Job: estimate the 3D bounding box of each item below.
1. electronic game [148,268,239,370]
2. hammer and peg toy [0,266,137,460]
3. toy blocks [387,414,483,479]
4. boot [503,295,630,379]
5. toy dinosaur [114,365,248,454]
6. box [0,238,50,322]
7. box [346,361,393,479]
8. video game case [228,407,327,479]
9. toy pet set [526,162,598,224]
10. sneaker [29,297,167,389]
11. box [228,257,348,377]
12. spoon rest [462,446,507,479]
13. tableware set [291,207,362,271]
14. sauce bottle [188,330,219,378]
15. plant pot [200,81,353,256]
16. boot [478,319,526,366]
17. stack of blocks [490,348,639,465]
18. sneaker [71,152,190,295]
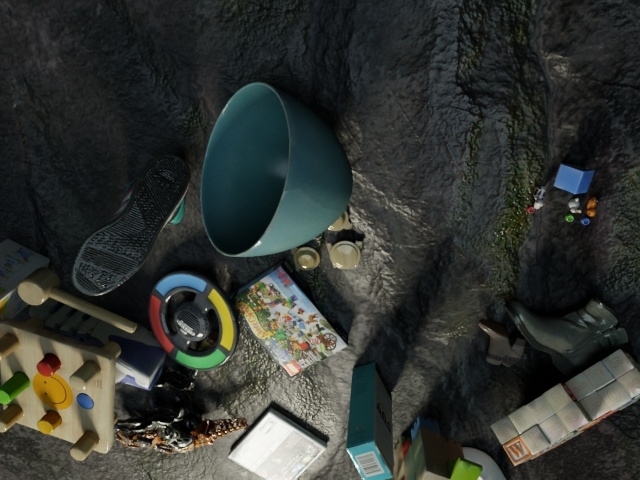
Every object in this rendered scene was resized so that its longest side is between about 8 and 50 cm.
[{"bbox_3d":[-0.274,0.172,1.188,0.229,0.048,0.230,7,108,22],"label":"electronic game"},{"bbox_3d":[-0.524,0.255,1.110,0.265,0.127,0.362,16,115,8],"label":"hammer and peg toy"},{"bbox_3d":[0.211,0.551,1.232,0.190,0.261,0.382,21,107,-1],"label":"toy blocks"},{"bbox_3d":[0.499,0.162,1.124,0.246,0.083,0.161,40,107,-19],"label":"boot"},{"bbox_3d":[-0.338,0.422,1.307,0.321,0.164,0.219,-17,128,-6],"label":"toy dinosaur"},{"bbox_3d":[-0.672,0.102,1.144,0.103,0.203,0.114,28,113,-6],"label":"box"},{"bbox_3d":[0.105,0.371,1.156,0.060,0.244,0.101,-21,110,15],"label":"box"},{"bbox_3d":[-0.106,0.517,1.366,0.173,0.022,0.190,36,111,-9],"label":"video game case"},{"bbox_3d":[0.462,-0.080,1.021,0.122,0.065,0.114,11,114,1],"label":"toy pet set"},{"bbox_3d":[-0.510,0.266,1.254,0.315,0.127,0.182,24,118,3],"label":"sneaker"},{"bbox_3d":[-0.070,0.172,1.198,0.159,0.044,0.233,-34,106,18],"label":"box"},{"bbox_3d":[0.407,0.600,1.328,0.276,0.084,0.137,40,111,3],"label":"spoon rest"},{"bbox_3d":[0.000,0.000,1.130,0.168,0.020,0.141,-9,114,8],"label":"tableware set"},{"bbox_3d":[-0.265,0.262,1.261,0.042,0.042,0.128,27,116,-6],"label":"sauce bottle"},{"bbox_3d":[-0.059,-0.107,0.976,0.195,0.290,0.290,8,120,-38],"label":"plant pot"},{"bbox_3d":[0.374,0.223,1.178,0.118,0.042,0.087,23,122,3],"label":"boot"},{"bbox_3d":[0.518,0.342,1.137,0.297,0.087,0.171,-40,147,19],"label":"stack of blocks"},{"bbox_3d":[-0.355,-0.031,1.066,0.123,0.178,0.296,37,83,-10],"label":"sneaker"}]
